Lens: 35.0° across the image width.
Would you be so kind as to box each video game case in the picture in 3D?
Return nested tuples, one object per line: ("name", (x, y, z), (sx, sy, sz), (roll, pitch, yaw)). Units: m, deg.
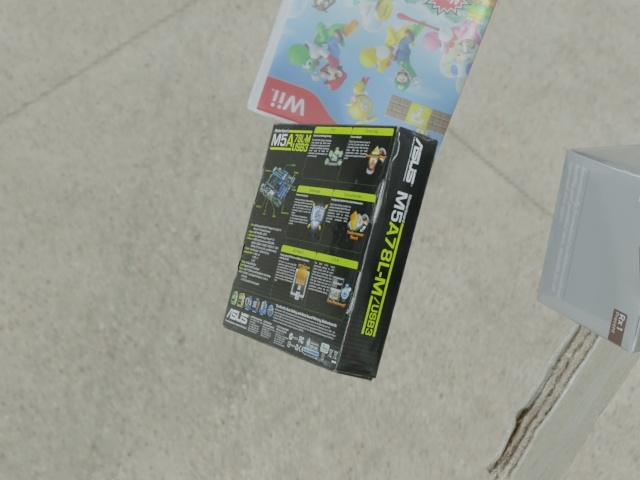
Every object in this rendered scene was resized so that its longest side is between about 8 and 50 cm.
("video game case", (0.067, -0.233, 1.018), (0.204, 0.025, 0.285), (18, 103, -9))

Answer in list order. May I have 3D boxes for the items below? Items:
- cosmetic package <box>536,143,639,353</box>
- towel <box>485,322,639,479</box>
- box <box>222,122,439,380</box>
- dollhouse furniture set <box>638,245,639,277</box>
("cosmetic package", (0.287, -0.004, 0.760), (0.238, 0.127, 0.107), (-3, 21, -31))
("towel", (0.319, 0.209, 1.307), (0.049, 0.187, 0.282), (34, 93, 34))
("box", (0.000, 0.000, 0.799), (0.045, 0.191, 0.184), (18, 86, -31))
("dollhouse furniture set", (0.167, -0.002, 0.277), (0.129, 0.183, 0.129), (-17, 38, 5))
